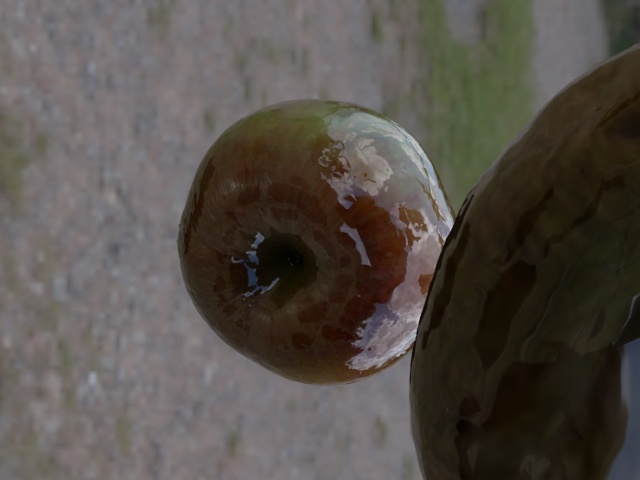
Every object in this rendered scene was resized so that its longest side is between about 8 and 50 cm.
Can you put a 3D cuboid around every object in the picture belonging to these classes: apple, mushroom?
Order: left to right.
[{"bbox_3d":[0.003,-0.001,0.796,0.102,0.126,0.126,-36,128,-57],"label":"apple"},{"bbox_3d":[0.170,0.025,0.568,0.283,0.263,0.195,111,0,-56],"label":"mushroom"}]
